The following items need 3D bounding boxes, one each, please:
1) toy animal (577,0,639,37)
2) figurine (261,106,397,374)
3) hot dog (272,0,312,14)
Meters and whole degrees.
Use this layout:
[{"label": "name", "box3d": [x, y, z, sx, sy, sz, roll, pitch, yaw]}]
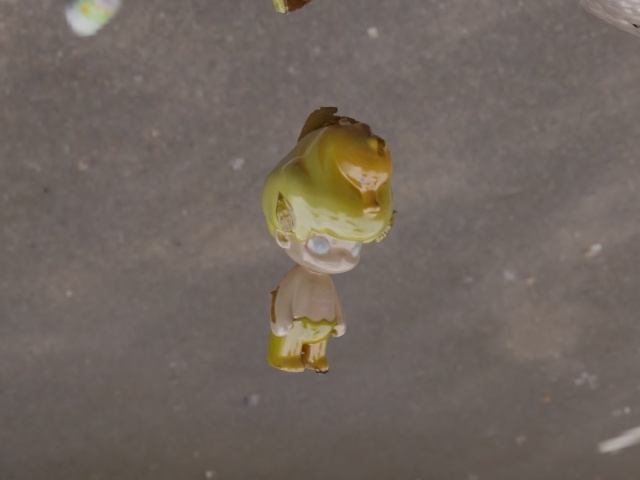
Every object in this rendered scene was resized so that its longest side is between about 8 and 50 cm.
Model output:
[{"label": "toy animal", "box3d": [0.339, -0.302, 1.382, 0.226, 0.358, 0.188, 18, 128, -7]}, {"label": "figurine", "box3d": [0.000, 0.000, 1.307, 0.156, 0.246, 0.131, 7, -170, -46]}, {"label": "hot dog", "box3d": [-0.034, -0.327, 1.607, 0.061, 0.169, 0.078, -6, 153, 46]}]
